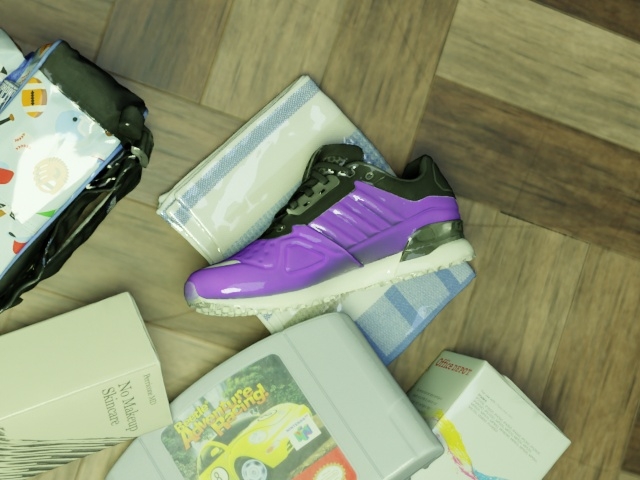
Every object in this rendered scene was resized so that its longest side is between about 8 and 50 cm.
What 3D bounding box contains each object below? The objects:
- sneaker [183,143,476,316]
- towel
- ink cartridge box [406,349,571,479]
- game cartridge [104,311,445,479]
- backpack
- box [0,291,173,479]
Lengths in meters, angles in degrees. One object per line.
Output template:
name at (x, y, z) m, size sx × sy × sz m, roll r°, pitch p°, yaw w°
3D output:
sneaker at (-0.002, -0.016, 1.320) m, size 0.293 × 0.102 × 0.146 m, roll -13°, pitch 90°, yaw -22°
towel at (0.000, 0.000, 1.383) m, size 0.209 × 0.034 × 0.285 m, roll -44°, pitch 102°, yaw -12°
ink cartridge box at (0.132, 0.217, 1.370) m, size 0.127 × 0.128 × 0.176 m, roll 42°, pitch 82°, yaw -11°
game cartridge at (-0.055, 0.207, 1.301) m, size 0.294 × 0.060 × 0.196 m, roll -37°, pitch 61°, yaw 0°
backpack at (-0.285, -0.055, 1.202) m, size 0.213 × 0.276 × 0.263 m, roll 34°, pitch 89°, yaw -7°
box at (-0.282, 0.154, 1.261) m, size 0.275 × 0.113 × 0.094 m, roll -20°, pitch 52°, yaw -12°
